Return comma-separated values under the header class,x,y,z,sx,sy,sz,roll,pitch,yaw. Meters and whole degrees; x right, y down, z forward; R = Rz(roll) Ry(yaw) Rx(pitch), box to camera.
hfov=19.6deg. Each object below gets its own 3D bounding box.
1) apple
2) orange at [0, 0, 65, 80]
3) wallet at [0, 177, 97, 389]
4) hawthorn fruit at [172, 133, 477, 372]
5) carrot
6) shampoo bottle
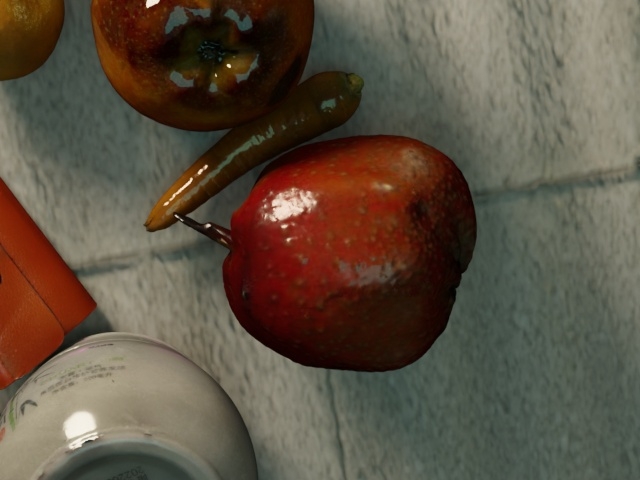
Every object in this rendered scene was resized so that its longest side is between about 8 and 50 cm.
class,x,y,z,sx,sy,sz,roll,pitch,yaw
apple,-0.116,-0.208,1.810,0.230,0.230,0.230,-1,104,-6
orange,-0.327,-0.230,1.820,0.134,0.155,0.154,-13,110,41
wallet,-0.338,0.033,1.908,0.142,0.045,0.204,-43,107,-26
hawthorn fruit,0.000,0.000,1.865,0.300,0.254,0.254,18,102,1
carrot,-0.072,-0.097,1.918,0.271,0.062,0.066,-30,78,8
shampoo bottle,-0.203,0.237,1.881,0.273,0.266,0.273,-3,108,-10
